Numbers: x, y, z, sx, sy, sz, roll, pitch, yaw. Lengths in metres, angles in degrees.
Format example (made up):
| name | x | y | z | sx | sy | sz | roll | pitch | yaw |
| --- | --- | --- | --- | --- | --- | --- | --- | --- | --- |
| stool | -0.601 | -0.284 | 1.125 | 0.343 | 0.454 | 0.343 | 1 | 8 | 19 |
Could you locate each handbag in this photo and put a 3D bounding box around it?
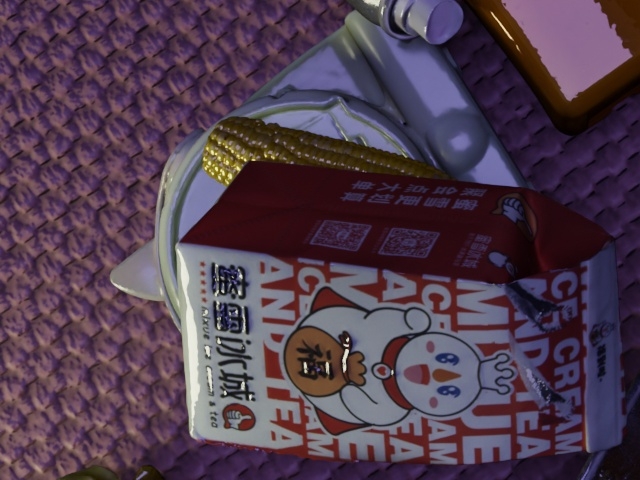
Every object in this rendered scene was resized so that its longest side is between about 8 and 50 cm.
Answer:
| name | x | y | z | sx | sy | sz | roll | pitch | yaw |
| --- | --- | --- | --- | --- | --- | --- | --- | --- | --- |
| handbag | 0.062 | 0.055 | 1.312 | 0.298 | 0.151 | 0.171 | 7 | 119 | 17 |

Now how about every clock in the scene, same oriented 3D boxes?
| name | x | y | z | sx | sy | sz | roll | pitch | yaw |
| --- | --- | --- | --- | --- | --- | --- | --- | --- | --- |
| clock | 0.000 | 0.000 | 1.493 | 0.324 | 0.108 | 0.265 | -33 | 84 | 6 |

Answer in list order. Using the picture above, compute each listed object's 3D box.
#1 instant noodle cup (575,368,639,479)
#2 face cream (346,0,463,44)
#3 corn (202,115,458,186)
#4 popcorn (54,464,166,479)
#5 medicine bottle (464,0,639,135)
| name | x | y | z | sx | sy | sz | roll | pitch | yaw |
| --- | --- | --- | --- | --- | --- | --- | --- | --- | --- |
| instant noodle cup | 0.269 | 0.224 | 1.386 | 0.207 | 0.217 | 0.217 | 29 | 92 | 10 |
| face cream | 0.011 | -0.237 | 1.458 | 0.073 | 0.073 | 0.283 | -46 | 54 | 4 |
| corn | 0.012 | -0.042 | 1.404 | 0.206 | 0.067 | 0.067 | 18 | 90 | 13 |
| popcorn | -0.181 | 0.292 | 1.469 | 0.192 | 0.233 | 0.266 | 28 | 58 | -14 |
| medicine bottle | 0.165 | -0.198 | 1.454 | 0.112 | 0.149 | 0.222 | -35 | 83 | 4 |
